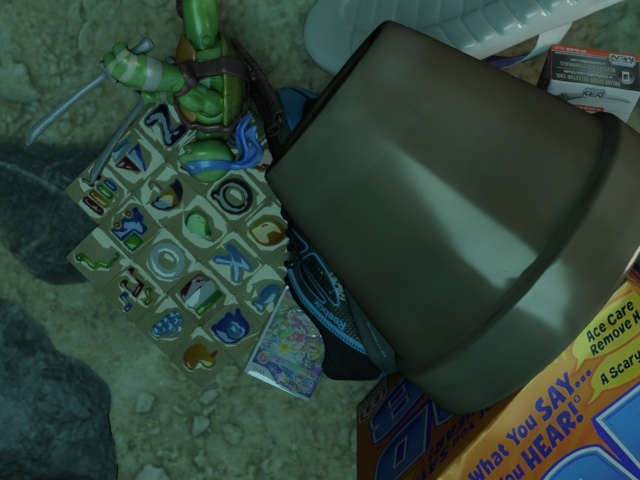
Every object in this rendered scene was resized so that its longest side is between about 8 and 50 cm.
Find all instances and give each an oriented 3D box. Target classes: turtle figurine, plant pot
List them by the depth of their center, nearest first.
[{"bbox_3d":[0.110,-0.045,0.996,0.280,0.323,0.323,37,103,-8],"label":"plant pot"},{"bbox_3d":[-0.177,-0.198,1.084,0.274,0.197,0.266,2,83,29],"label":"turtle figurine"}]

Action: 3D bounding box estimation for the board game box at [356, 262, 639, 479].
[{"bbox_3d":[0.284,0.228,1.100,0.356,0.356,0.356,39,102,-7],"label":"board game box"}]

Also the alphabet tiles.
[{"bbox_3d":[-0.121,0.006,1.241,0.285,0.011,0.342,-43,99,11],"label":"alphabet tiles"}]

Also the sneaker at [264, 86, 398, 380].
[{"bbox_3d":[0.000,0.000,1.162,0.139,0.125,0.341,-23,88,39],"label":"sneaker"}]

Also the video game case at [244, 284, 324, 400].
[{"bbox_3d":[-0.027,0.122,1.254,0.087,0.011,0.122,25,104,-4],"label":"video game case"}]

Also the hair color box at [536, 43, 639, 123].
[{"bbox_3d":[0.269,-0.129,1.118,0.093,0.053,0.167,8,149,0],"label":"hair color box"}]

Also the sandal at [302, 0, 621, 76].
[{"bbox_3d":[0.188,-0.242,1.112,0.416,0.169,0.102,-14,145,12],"label":"sandal"}]
